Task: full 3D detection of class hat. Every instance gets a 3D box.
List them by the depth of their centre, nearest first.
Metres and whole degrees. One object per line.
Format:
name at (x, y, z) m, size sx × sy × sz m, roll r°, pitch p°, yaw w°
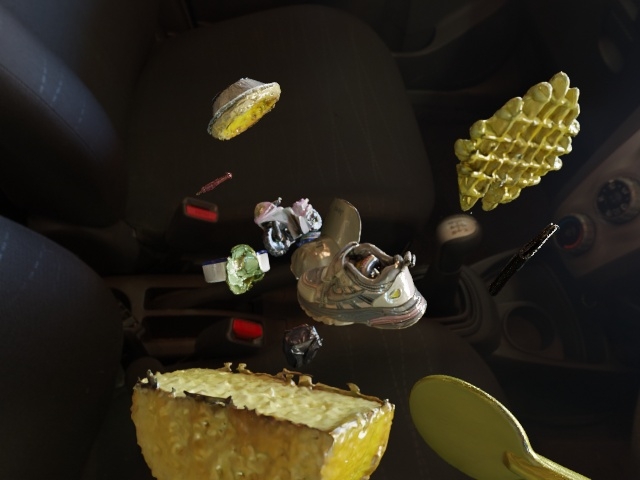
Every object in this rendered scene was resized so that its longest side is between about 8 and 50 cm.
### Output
hat at (0.000, 0.000, 1.306) m, size 0.149 × 0.245 × 0.214 m, roll -5°, pitch 17°, yaw -30°

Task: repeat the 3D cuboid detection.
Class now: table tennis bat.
table tennis bat at (0.317, 0.366, 0.785) m, size 0.368 × 0.224 × 0.054 m, roll 21°, pitch 38°, yaw 36°

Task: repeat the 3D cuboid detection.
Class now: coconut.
coconut at (-0.246, 0.093, 1.422) m, size 0.133 × 0.055 × 0.158 m, roll 19°, pitch 86°, yaw -40°

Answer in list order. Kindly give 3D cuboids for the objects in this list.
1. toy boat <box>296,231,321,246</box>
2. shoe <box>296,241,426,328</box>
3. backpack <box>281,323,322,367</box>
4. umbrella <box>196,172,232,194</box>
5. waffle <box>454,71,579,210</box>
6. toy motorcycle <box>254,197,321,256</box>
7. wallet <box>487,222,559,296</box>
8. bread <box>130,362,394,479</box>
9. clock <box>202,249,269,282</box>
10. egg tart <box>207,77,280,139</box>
toy boat at (-0.005, 0.027, 1.472) m, size 0.175 × 0.091 × 0.110 m, roll 4°, pitch 71°, yaw -37°
shoe at (0.045, 0.053, 0.579) m, size 0.180 × 0.092 × 0.089 m, roll 6°, pitch 31°, yaw 26°
backpack at (-0.070, 0.346, 1.456) m, size 0.120 × 0.165 × 0.106 m, roll -11°, pitch 57°, yaw -22°
umbrella at (-0.402, -0.214, 1.683) m, size 0.165 × 0.025 × 0.027 m, roll -26°, pitch 85°, yaw 16°
waffle at (0.350, -0.158, 0.794) m, size 0.250 × 0.261 × 0.056 m, roll -32°, pitch 51°, yaw 0°
toy motorcycle at (-0.117, -0.075, 1.564) m, size 0.188 × 0.143 × 0.327 m, roll 55°, pitch 37°, yaw -2°
wallet at (0.617, 0.059, 1.373) m, size 0.172 × 0.318 × 0.045 m, roll -41°, pitch 69°, yaw -14°
bread at (-0.063, 0.210, 0.449) m, size 0.260 × 0.160 × 0.147 m, roll 3°, pitch 84°, yaw 25°
clock at (-0.297, 0.092, 1.578) m, size 0.230 × 0.230 × 0.083 m, roll -13°, pitch 92°, yaw -18°
egg tart at (-0.217, -0.369, 1.216) m, size 0.234 × 0.234 × 0.094 m, roll -37°, pitch 94°, yaw -28°
